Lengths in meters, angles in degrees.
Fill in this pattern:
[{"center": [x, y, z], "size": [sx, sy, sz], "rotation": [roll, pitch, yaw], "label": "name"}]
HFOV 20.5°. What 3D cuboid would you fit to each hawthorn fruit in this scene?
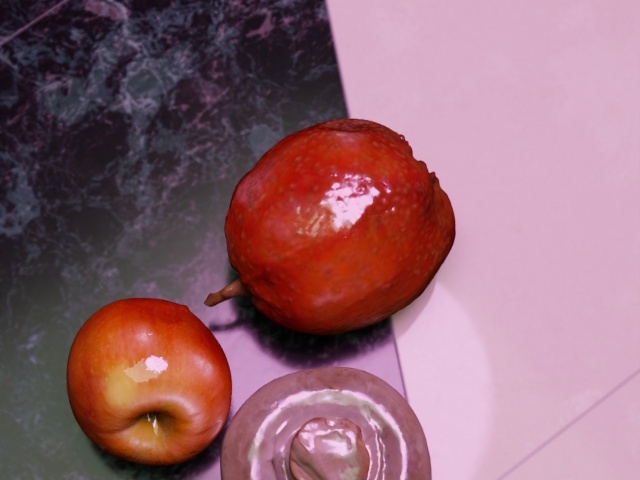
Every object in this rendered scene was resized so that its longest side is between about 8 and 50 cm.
[{"center": [0.000, 0.000, 1.707], "size": [0.253, 0.205, 0.205], "rotation": [-38, 79, 0], "label": "hawthorn fruit"}]

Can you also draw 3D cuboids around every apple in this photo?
[{"center": [-0.163, 0.131, 1.678], "size": [0.163, 0.163, 0.139], "rotation": [-6, 39, -4], "label": "apple"}]

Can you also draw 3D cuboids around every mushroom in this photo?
[{"center": [0.006, 0.210, 1.643], "size": [0.204, 0.204, 0.204], "rotation": [1, 75, -2], "label": "mushroom"}]
